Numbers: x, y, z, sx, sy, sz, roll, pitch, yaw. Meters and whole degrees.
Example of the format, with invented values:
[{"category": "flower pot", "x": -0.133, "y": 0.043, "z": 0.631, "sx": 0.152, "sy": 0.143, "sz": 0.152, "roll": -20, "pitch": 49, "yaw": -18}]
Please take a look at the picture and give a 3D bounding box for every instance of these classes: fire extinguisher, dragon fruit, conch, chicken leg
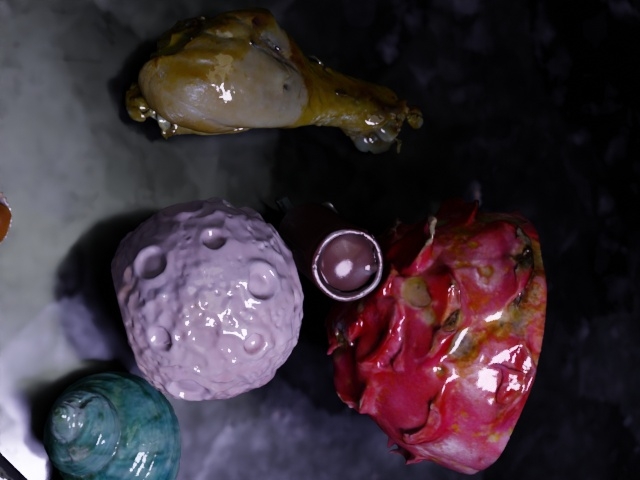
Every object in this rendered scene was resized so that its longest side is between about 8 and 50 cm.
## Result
[{"category": "fire extinguisher", "x": 0.000, "y": 0.000, "z": 1.667, "sx": 0.104, "sy": 0.269, "sz": 0.105, "roll": -3, "pitch": 102, "yaw": -13}, {"category": "dragon fruit", "x": 0.135, "y": 0.116, "z": 1.683, "sx": 0.249, "sy": 0.386, "sz": 0.371, "roll": 14, "pitch": 99, "yaw": -14}, {"category": "conch", "x": -0.267, "y": 0.260, "z": 1.588, "sx": 0.202, "sy": 0.134, "sz": 0.196, "roll": 36, "pitch": 62, "yaw": -24}, {"category": "chicken leg", "x": -0.046, "y": -0.201, "z": 1.730, "sx": 0.429, "sy": 0.152, "sz": 0.201, "roll": 12, "pitch": 95, "yaw": -34}]

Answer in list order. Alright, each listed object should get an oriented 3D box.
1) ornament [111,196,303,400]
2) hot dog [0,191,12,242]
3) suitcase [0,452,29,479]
[{"category": "ornament", "x": -0.137, "y": 0.071, "z": 1.596, "sx": 0.225, "sy": 0.259, "sz": 0.259, "roll": -15, "pitch": 96, "yaw": -4}, {"category": "hot dog", "x": -0.465, "y": 0.000, "z": 1.545, "sx": 0.191, "sy": 0.059, "sz": 0.108, "roll": -45, "pitch": 103, "yaw": -19}, {"category": "suitcase", "x": -0.444, "y": 0.411, "z": 1.534, "sx": 0.285, "sy": 0.066, "sz": 0.206, "roll": -47, "pitch": 108, "yaw": -21}]
